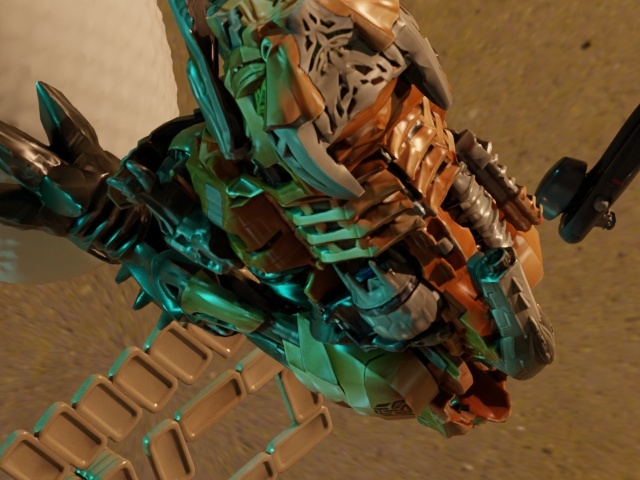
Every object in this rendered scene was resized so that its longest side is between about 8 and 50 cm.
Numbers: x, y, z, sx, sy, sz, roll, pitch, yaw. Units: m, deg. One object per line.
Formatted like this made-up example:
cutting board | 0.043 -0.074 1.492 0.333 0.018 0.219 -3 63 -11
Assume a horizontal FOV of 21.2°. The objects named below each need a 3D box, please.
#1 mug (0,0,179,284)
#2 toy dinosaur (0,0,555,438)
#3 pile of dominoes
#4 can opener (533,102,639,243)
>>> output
mug | -0.282 -0.152 1.314 0.276 0.374 0.328 -44 134 -23
toy dinosaur | 0.000 0.000 0.608 0.164 0.322 0.218 -34 53 -28
pile of dominoes | -0.112 0.136 1.207 0.251 0.040 0.196 -38 133 -25
can opener | 0.266 -0.066 1.552 0.073 0.186 0.059 20 45 -21
